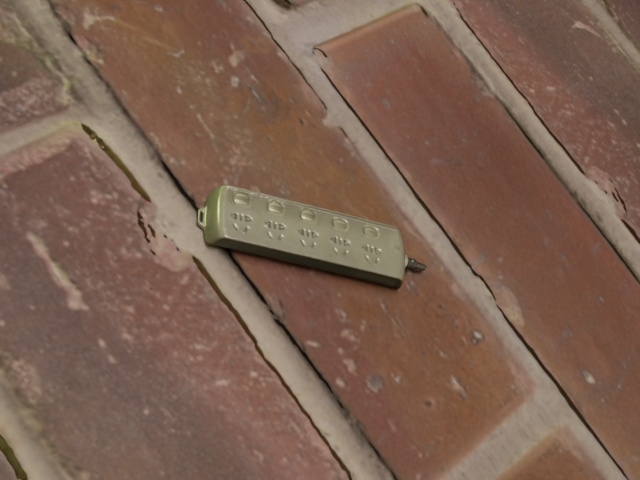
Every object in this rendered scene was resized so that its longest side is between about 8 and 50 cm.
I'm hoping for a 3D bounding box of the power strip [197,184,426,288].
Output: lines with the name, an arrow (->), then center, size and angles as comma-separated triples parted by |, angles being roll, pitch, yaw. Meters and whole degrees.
power strip -> 0.000, 0.000, 1.125 | 0.252, 0.027, 0.060 | 13, 58, -23
